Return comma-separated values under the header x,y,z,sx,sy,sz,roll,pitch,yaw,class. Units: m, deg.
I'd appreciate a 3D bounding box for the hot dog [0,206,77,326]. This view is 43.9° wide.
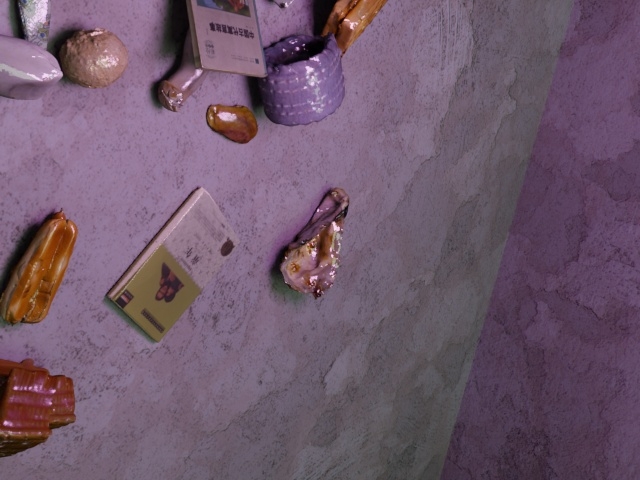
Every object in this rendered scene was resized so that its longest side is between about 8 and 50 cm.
x,y,z,sx,sy,sz,roll,pitch,yaw,class
-0.582,0.060,1.650,0.109,0.072,0.269,23,92,-56,hot dog

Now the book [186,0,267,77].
x,y,z,sx,sy,sz,roll,pitch,yaw,class
-0.211,-0.502,1.733,0.215,0.025,0.283,-8,87,-51,book

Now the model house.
x,y,z,sx,sy,sz,roll,pitch,yaw,class
-0.629,0.360,1.636,0.199,0.229,0.220,37,81,-48,model house

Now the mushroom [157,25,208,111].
x,y,z,sx,sy,sz,roll,pitch,yaw,class
-0.286,-0.388,1.763,0.223,0.081,0.092,-61,162,-3,mushroom

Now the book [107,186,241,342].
x,y,z,sx,sy,sz,roll,pitch,yaw,class
-0.349,0.064,1.978,0.352,0.035,0.239,-53,144,-18,book

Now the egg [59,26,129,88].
x,y,z,sx,sy,sz,roll,pitch,yaw,class
-0.442,-0.357,1.561,0.140,0.118,0.116,-12,76,-38,egg

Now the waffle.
x,y,z,sx,sy,sz,roll,pitch,yaw,class
0.121,-0.634,2.038,0.328,0.098,0.224,-53,-179,-14,waffle

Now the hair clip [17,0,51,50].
x,y,z,sx,sy,sz,roll,pitch,yaw,class
-0.531,-0.415,1.473,0.066,0.036,0.229,-13,119,-40,hair clip

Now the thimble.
x,y,z,sx,sy,sz,roll,pitch,yaw,class
-0.043,-0.400,1.953,0.236,0.205,0.172,-36,133,-34,thimble

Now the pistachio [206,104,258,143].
x,y,z,sx,sy,sz,roll,pitch,yaw,class
-0.204,-0.290,1.945,0.173,0.049,0.089,22,91,-54,pistachio

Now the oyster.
x,y,z,sx,sy,sz,roll,pitch,yaw,class
-0.006,-0.004,2.290,0.198,0.133,0.337,41,75,-51,oyster

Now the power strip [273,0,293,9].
x,y,z,sx,sy,sz,roll,pitch,yaw,class
-0.065,-0.664,1.846,0.145,0.061,0.216,39,99,-22,power strip

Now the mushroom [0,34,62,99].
x,y,z,sx,sy,sz,roll,pitch,yaw,class
-0.595,-0.329,1.385,0.118,0.103,0.270,-43,143,19,mushroom
